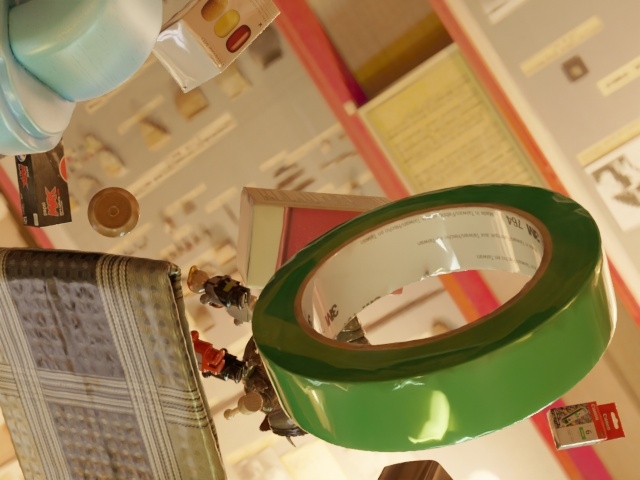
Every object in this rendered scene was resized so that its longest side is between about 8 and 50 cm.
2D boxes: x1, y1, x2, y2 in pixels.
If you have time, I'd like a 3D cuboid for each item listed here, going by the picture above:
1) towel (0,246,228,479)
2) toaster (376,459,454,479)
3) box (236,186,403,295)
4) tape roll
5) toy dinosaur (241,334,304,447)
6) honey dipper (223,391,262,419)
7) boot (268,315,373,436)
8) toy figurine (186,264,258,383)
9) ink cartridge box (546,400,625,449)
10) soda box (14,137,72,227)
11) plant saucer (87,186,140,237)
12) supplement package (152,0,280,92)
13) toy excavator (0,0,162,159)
[{"bbox_3d":[-0.225,0.157,1.020,0.312,0.324,0.056,2,-157,33],"label":"towel"},{"bbox_3d":[0.199,0.549,2.070,0.168,0.186,0.110,-22,-155,43],"label":"toaster"},{"bbox_3d":[0.000,0.000,1.459,0.232,0.127,0.148,3,-169,-11],"label":"box"},{"bbox_3d":[0.099,0.057,0.900,0.321,0.077,0.321,-16,-154,8],"label":"tape roll"},{"bbox_3d":[-0.136,0.306,2.206,0.121,0.314,0.160,-18,153,-32],"label":"toy dinosaur"},{"bbox_3d":[-0.123,0.255,1.497,0.030,0.030,0.160,-34,177,-26],"label":"honey dipper"},{"bbox_3d":[-0.008,0.155,1.289,0.246,0.161,0.083,-28,-178,45],"label":"boot"},{"bbox_3d":[-0.218,0.171,1.998,0.213,0.148,0.210,43,65,-69],"label":"toy figurine"},{"bbox_3d":[0.423,0.289,1.571,0.115,0.063,0.029,-9,154,-5],"label":"ink cartridge box"},{"bbox_3d":[-0.418,-0.106,1.488,0.060,0.169,0.053,-14,-165,-43],"label":"soda box"},{"bbox_3d":[-0.332,-0.046,1.595,0.083,0.083,0.015,-33,177,-12],"label":"plant saucer"},{"bbox_3d":[-0.220,-0.441,2.058,0.133,0.139,0.244,-18,-151,46],"label":"supplement package"},{"bbox_3d":[-0.219,-0.306,0.994,0.444,0.433,0.222,-4,169,6],"label":"toy excavator"}]
